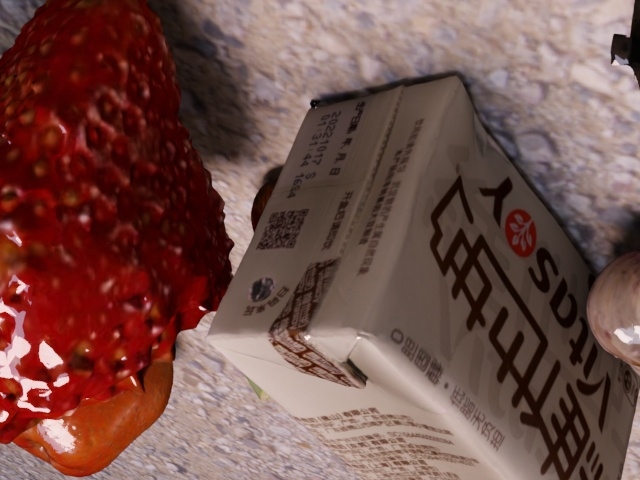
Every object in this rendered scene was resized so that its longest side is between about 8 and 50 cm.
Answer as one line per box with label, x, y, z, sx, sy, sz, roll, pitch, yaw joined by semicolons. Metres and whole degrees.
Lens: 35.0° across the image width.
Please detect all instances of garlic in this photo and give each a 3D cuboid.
garlic;0.254;0.052;0.641;0.159;0.102;0.147;22;166;24

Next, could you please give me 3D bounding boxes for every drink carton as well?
drink carton;0.095;0.073;0.682;0.132;0.194;0.324;-8;138;39

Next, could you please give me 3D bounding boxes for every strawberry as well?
strawberry;-0.184;-0.014;0.660;0.261;0.261;0.257;-3;121;36

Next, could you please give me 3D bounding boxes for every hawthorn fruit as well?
hawthorn fruit;-0.245;0.149;1.047;0.189;0.189;0.189;16;149;10

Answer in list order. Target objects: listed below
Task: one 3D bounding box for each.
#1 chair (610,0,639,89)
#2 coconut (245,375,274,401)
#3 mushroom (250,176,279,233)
chair;0.188;-0.111;0.462;0.084;0.101;0.212;9;-176;23
coconut;-0.037;0.112;0.949;0.081;0.082;0.083;9;-161;-22
mushroom;0.000;0.000;0.771;0.123;0.052;0.123;13;147;8
